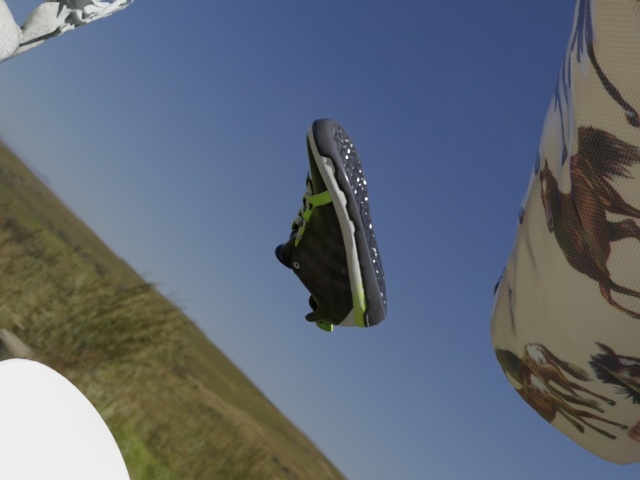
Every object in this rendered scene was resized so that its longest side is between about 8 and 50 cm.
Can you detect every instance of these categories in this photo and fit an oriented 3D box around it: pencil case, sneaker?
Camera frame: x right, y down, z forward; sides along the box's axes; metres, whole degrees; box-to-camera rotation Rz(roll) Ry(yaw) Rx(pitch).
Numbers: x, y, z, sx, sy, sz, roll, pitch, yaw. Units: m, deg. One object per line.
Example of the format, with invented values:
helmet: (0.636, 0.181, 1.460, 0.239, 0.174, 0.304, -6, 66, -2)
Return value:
pencil case: (0.177, -0.054, 0.407, 0.160, 0.183, 0.410, 2, -35, 5)
sneaker: (0.000, 0.000, 0.831, 0.084, 0.097, 0.234, -82, 162, -56)

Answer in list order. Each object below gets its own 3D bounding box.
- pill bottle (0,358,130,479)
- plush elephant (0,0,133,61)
pill bottle: (-0.208, 0.149, 0.357, 0.146, 0.264, 0.146, 55, 12, -19)
plush elephant: (-0.295, -0.201, 0.512, 0.272, 0.330, 0.255, 1, -60, 55)
